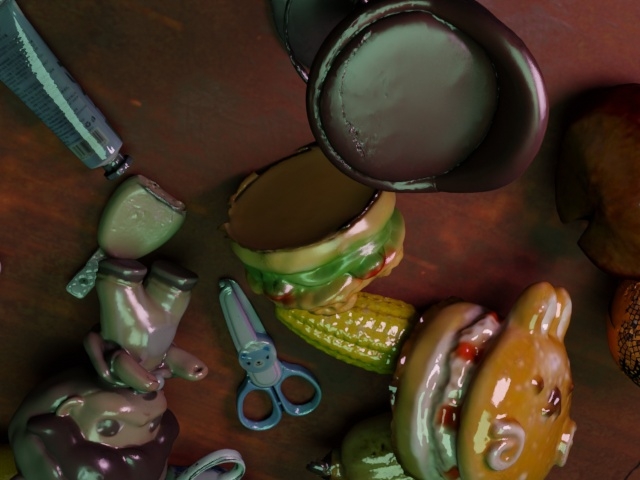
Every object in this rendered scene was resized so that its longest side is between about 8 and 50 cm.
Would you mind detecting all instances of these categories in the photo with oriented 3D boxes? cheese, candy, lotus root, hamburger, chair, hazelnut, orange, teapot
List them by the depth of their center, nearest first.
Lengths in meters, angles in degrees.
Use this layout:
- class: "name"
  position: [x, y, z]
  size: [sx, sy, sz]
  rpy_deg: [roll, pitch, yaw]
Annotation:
- class: "chair"
  position: [0.079, -0.203, 1.267]
  size: [0.226, 0.401, 0.227]
  rpy_deg: [-5, 120, -8]
- class: "hamburger"
  position: [0.000, 0.000, 1.474]
  size: [0.237, 0.237, 0.149]
  rpy_deg: [-21, 124, 3]
- class: "hazelnut"
  position: [0.411, -0.077, 1.512]
  size: [0.217, 0.217, 0.252]
  rpy_deg: [-19, 97, 2]
- class: "cheese"
  position: [-0.262, 0.003, 1.535]
  size: [0.097, 0.037, 0.192]
  rpy_deg: [37, 107, -24]
- class: "hamburger"
  position: [0.240, 0.202, 1.592]
  size: [0.261, 0.186, 0.303]
  rpy_deg: [31, 71, -50]
- class: "orange"
  position: [0.503, 0.114, 1.607]
  size: [0.234, 0.234, 0.182]
  rpy_deg: [-1, 112, -8]
- class: "candy"
  position: [0.031, 0.113, 1.612]
  size: [0.198, 0.106, 0.094]
  rpy_deg: [17, 134, -10]
- class: "teapot"
  position: [-0.152, 0.388, 1.710]
  size: [0.158, 0.159, 0.232]
  rpy_deg: [-3, 128, -7]
- class: "lotus root"
  position: [0.089, 0.314, 1.720]
  size: [0.220, 0.118, 0.125]
  rpy_deg: [-14, 88, -1]

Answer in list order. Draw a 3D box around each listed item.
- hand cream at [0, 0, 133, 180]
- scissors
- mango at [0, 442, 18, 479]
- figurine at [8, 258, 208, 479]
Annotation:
- class: "hand cream"
  position: [-0.320, -0.176, 1.419]
  size: [0.088, 0.055, 0.256]
  rpy_deg: [-32, 117, 18]
- class: "scissors"
  position: [-0.087, 0.157, 1.653]
  size: [0.125, 0.030, 0.256]
  rpy_deg: [-21, 122, 1]
- class: "mango"
  position: [-0.533, 0.348, 1.626]
  size: [0.359, 0.144, 0.187]
  rpy_deg: [6, 121, -15]
- class: "figurine"
  position: [-0.277, 0.202, 1.550]
  size: [0.248, 0.203, 0.381]
  rpy_deg: [0, 116, -53]
